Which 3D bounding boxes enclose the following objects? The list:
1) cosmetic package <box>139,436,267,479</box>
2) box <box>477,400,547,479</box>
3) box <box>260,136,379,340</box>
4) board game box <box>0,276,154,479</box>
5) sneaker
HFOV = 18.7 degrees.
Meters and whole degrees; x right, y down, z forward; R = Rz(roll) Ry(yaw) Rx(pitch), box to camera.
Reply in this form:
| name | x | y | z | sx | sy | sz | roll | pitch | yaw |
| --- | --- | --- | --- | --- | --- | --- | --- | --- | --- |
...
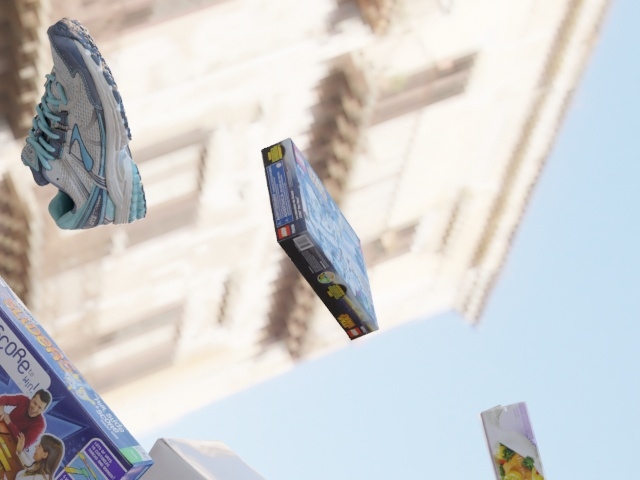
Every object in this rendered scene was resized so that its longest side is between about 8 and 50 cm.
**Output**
| name | x | y | z | sx | sy | sz | roll | pitch | yaw |
| --- | --- | --- | --- | --- | --- | --- | --- | --- | --- |
| cosmetic package | -0.069 | 0.400 | 2.151 | 0.365 | 0.197 | 0.155 | 39 | 12 | 25 |
| box | 0.271 | 0.367 | 2.482 | 0.067 | 0.063 | 0.324 | 80 | -5 | -83 |
| box | 0.000 | 0.000 | 1.446 | 0.137 | 0.027 | 0.094 | 55 | 19 | -46 |
| board game box | -0.236 | 0.139 | 1.464 | 0.201 | 0.136 | 0.035 | 49 | 16 | 17 |
| sneaker | -0.273 | -0.114 | 2.145 | 0.110 | 0.122 | 0.283 | -119 | -166 | -47 |
